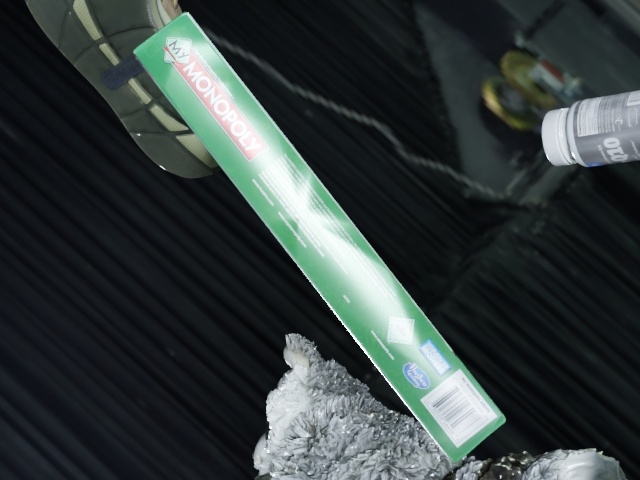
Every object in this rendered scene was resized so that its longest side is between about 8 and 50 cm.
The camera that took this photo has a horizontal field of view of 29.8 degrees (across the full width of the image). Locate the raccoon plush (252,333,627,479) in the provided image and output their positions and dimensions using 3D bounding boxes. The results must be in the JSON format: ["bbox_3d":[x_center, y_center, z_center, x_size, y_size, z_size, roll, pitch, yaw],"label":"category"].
[{"bbox_3d":[0.118,0.233,1.364,0.446,0.216,0.299,-7,39,15],"label":"raccoon plush"}]

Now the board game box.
[{"bbox_3d":[0.000,0.000,0.829,0.046,0.317,0.213,-38,-2,0],"label":"board game box"}]

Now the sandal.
[{"bbox_3d":[-0.174,-0.193,1.098,0.120,0.303,0.086,-20,28,18],"label":"sandal"}]

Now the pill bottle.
[{"bbox_3d":[0.326,-0.125,1.356,0.137,0.078,0.078,-7,25,36],"label":"pill bottle"}]
